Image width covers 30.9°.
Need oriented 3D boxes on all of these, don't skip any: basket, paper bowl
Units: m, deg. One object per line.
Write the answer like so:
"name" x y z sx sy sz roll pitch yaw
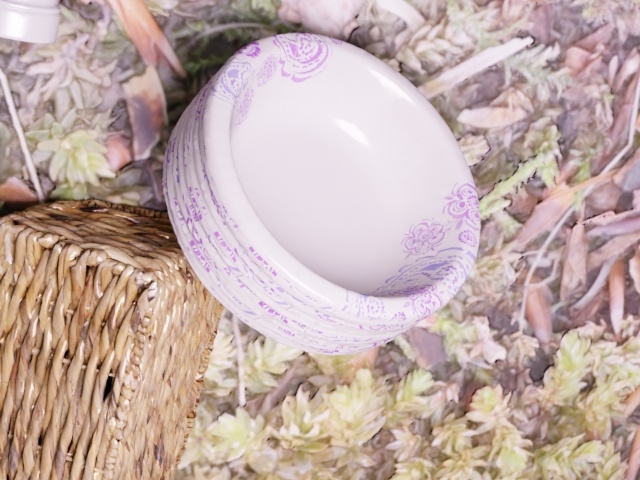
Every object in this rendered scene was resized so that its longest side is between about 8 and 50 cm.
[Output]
"basket" -0.235 0.113 1.100 0.214 0.223 0.299 18 105 11
"paper bowl" -0.008 -0.033 1.044 0.284 0.284 0.148 24 143 -24

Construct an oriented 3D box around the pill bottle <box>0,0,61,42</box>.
"pill bottle" -0.243 -0.263 0.951 0.112 0.112 0.186 9 105 -21
